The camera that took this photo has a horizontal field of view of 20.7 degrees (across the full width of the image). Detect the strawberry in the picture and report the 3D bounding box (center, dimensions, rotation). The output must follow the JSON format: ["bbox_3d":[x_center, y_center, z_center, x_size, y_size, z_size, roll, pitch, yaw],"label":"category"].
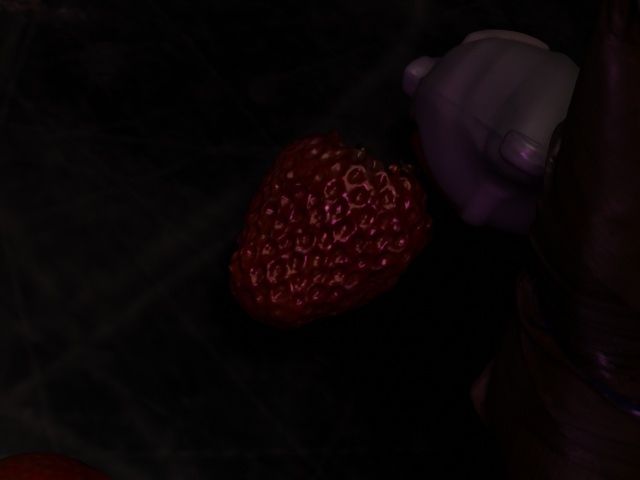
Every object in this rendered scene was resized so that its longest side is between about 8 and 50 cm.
[{"bbox_3d":[0.000,0.000,0.677,0.073,0.073,0.083,37,77,8],"label":"strawberry"}]

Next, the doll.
[{"bbox_3d":[0.078,-0.041,0.701,0.102,0.075,0.227,29,8,3],"label":"doll"}]

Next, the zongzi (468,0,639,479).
[{"bbox_3d":[0.188,-0.014,0.588,0.260,0.289,0.123,-15,52,-16],"label":"zongzi"}]

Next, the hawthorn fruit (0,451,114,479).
[{"bbox_3d":[-0.087,0.107,0.503,0.093,0.093,0.093,16,42,-16],"label":"hawthorn fruit"}]
